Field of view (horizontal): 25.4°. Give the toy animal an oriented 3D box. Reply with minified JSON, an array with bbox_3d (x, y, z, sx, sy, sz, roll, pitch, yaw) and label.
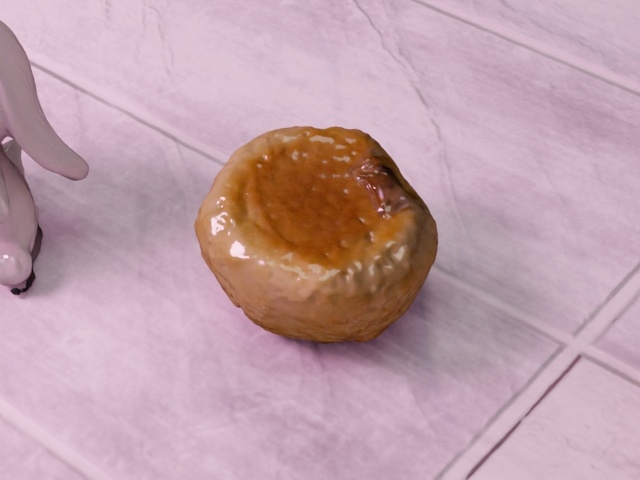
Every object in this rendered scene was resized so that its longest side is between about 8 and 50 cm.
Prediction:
[{"bbox_3d":[-0.355,-0.099,1.420,0.249,0.289,0.174,26,43,-1],"label":"toy animal"}]

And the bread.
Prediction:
[{"bbox_3d":[0.000,0.000,1.386,0.244,0.134,0.244,2,43,-2],"label":"bread"}]
